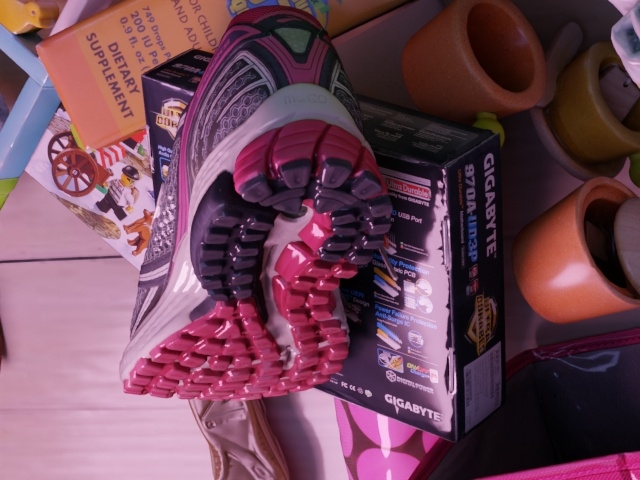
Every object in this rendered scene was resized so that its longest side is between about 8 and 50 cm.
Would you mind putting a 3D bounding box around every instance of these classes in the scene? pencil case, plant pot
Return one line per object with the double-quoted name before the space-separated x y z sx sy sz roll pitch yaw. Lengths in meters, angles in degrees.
"pencil case" 0.060 0.096 1.240 0.095 0.098 0.209 25 130 42
"plant pot" 0.047 -0.063 1.176 0.109 0.109 0.096 -29 75 -6

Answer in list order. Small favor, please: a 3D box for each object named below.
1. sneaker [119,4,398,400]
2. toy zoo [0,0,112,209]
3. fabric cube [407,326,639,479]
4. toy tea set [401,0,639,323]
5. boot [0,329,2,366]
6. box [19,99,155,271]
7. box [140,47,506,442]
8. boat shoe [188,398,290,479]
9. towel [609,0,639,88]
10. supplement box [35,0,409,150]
"sneaker" -0.034 -0.002 1.048 0.299 0.120 0.112 120 146 -55
"toy zoo" -0.233 -0.159 1.316 0.192 0.030 0.293 42 116 23
"fabric cube" 0.229 0.195 1.123 0.259 0.254 0.258 -13 101 24
"toy tea set" 0.134 -0.123 1.103 0.124 0.200 0.336 -27 92 41
"boot" -0.277 0.048 1.413 0.087 0.042 0.118 -5 101 30
"box" -0.065 -0.038 1.296 0.233 0.044 0.159 40 115 8
"box" 0.000 0.000 1.124 0.220 0.051 0.175 18 126 35
"boat shoe" -0.051 0.145 1.345 0.056 0.048 0.153 -17 104 13
"towel" 0.344 -0.111 0.955 0.320 0.374 0.090 -23 60 28
"supplement box" -0.049 -0.137 1.207 0.233 0.080 0.078 -26 93 4
